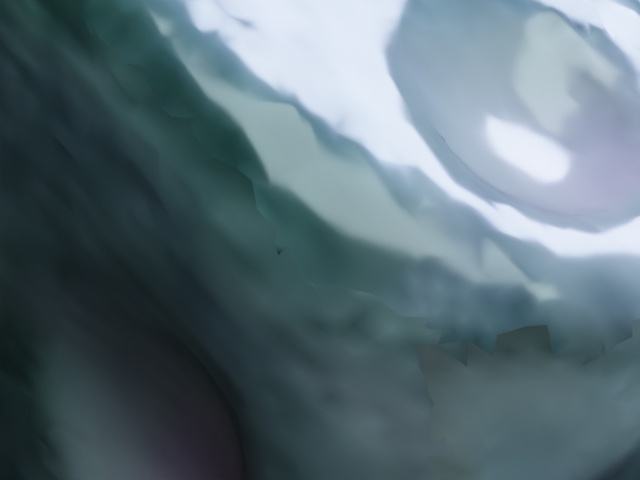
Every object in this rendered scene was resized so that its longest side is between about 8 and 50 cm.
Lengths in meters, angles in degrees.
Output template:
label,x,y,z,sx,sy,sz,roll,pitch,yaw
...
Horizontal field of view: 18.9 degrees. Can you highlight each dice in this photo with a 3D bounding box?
label,x,y,z,sx,sy,sz,roll,pitch,yaw
dice,0.000,0.000,0.663,0.328,0.330,0.348,-23,66,-41
